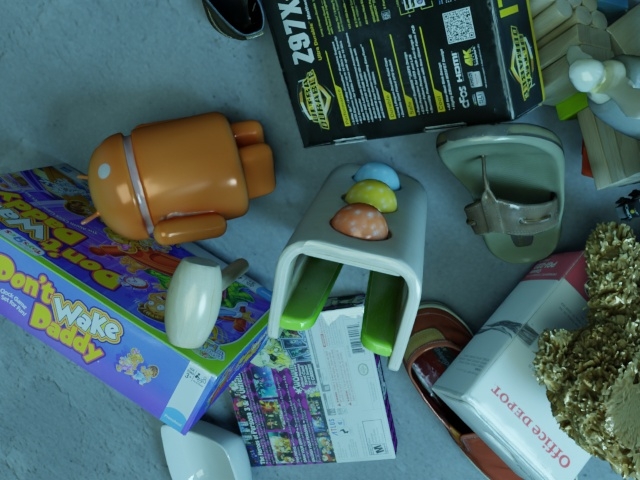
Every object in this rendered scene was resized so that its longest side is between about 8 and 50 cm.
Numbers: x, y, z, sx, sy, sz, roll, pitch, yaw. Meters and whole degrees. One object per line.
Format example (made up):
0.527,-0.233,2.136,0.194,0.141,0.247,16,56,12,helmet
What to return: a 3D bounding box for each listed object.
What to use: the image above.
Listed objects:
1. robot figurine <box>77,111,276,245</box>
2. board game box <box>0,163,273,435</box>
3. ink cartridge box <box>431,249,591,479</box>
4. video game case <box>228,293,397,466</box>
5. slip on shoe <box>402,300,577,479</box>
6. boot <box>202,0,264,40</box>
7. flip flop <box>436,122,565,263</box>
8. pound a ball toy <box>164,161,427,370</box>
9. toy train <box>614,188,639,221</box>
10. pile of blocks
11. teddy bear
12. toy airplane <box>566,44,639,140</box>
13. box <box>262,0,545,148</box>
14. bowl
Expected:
-0.163,-0.072,0.763,0.220,0.128,0.158,-14,90,-10,robot figurine
-0.231,0.044,0.759,0.347,0.233,0.078,31,108,5,board game box
0.257,0.143,0.751,0.158,0.092,0.218,45,75,-7,ink cartridge box
-0.020,0.193,0.900,0.210,0.042,0.232,-9,108,14,video game case
0.207,0.224,0.839,0.123,0.101,0.331,-34,102,18,slip on shoe
-0.110,-0.302,0.673,0.082,0.106,0.219,-30,122,-4,boot
0.191,-0.030,0.682,0.112,0.080,0.277,-2,152,22,flip flop
0.000,0.000,0.677,0.208,0.319,0.135,14,111,6,pound a ball toy
0.366,-0.058,0.696,0.158,0.036,0.027,-25,96,-26,toy train
0.248,-0.204,0.688,0.362,0.149,0.113,57,152,-2,pile of blocks
0.347,0.090,0.689,0.245,0.113,0.338,41,68,-14,teddy bear
0.338,-0.264,0.543,0.272,0.386,0.384,17,140,46,toy airplane
0.055,-0.260,0.645,0.257,0.079,0.321,0,113,43,box
-0.150,0.314,0.945,0.142,0.053,0.142,7,114,36,bowl
